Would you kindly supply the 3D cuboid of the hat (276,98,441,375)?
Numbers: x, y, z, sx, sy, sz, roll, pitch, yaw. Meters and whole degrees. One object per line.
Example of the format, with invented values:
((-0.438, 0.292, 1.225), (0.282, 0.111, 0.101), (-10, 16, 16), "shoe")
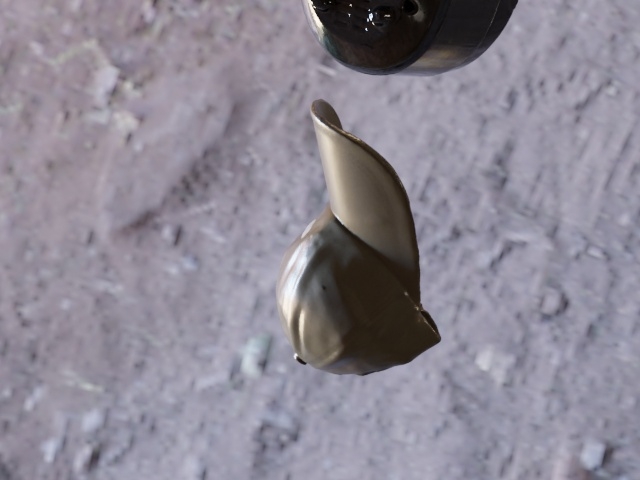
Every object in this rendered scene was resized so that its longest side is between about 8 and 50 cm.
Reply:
((0.000, 0.000, 1.405), (0.144, 0.173, 0.166), (-39, 31, 1), "hat")

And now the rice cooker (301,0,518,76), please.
((0.050, -0.168, 1.031), (0.112, 0.106, 0.165), (17, 112, 37), "rice cooker")
